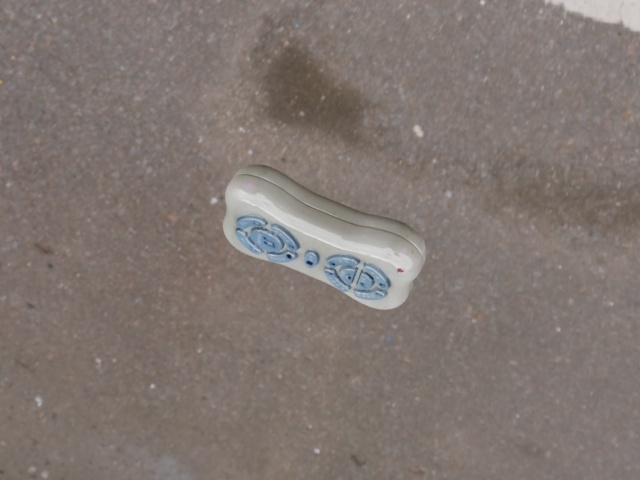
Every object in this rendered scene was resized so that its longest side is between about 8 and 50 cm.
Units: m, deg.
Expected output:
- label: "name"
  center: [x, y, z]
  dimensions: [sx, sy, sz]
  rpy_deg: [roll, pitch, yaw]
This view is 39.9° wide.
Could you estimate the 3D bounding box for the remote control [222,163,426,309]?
- label: "remote control"
  center: [0.000, 0.000, 0.520]
  dimensions: [0.122, 0.032, 0.074]
  rpy_deg: [22, 149, 5]
